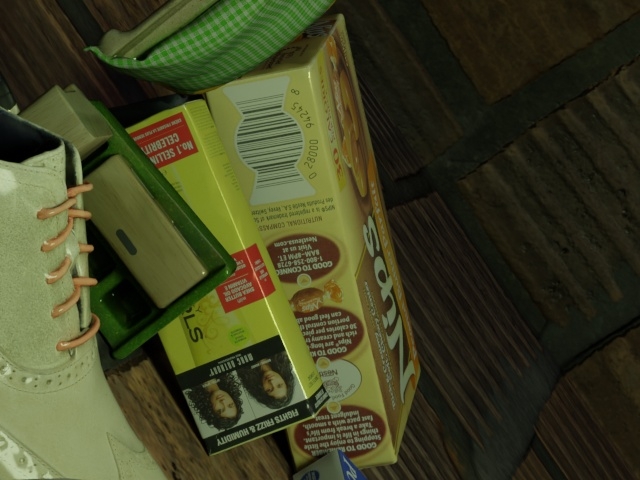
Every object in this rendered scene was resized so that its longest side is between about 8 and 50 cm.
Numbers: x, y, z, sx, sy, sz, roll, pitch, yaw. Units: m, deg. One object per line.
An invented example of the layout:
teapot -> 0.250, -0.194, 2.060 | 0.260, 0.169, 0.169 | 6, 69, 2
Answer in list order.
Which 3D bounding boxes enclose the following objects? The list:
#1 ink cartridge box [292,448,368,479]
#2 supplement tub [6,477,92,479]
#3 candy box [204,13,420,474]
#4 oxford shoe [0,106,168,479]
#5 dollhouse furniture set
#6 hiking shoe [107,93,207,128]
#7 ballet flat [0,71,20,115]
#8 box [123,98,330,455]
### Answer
ink cartridge box -> 0.036, 0.251, 1.359 | 0.097, 0.046, 0.207 | 50, 13, -30
supplement tub -> -0.075, 0.246, 0.492 | 0.241, 0.241, 0.331 | 49, 14, -27
candy box -> 0.000, 0.000, 1.473 | 0.183, 0.087, 0.316 | -64, 143, -69
oxford shoe -> -0.163, 0.029, 0.944 | 0.397, 0.146, 0.140 | 53, 12, -13
dollhouse furniture set -> -0.070, -0.064, 1.175 | 0.151, 0.301, 0.197 | 53, 10, 0
hiking shoe -> -0.101, -0.032, 1.509 | 0.304, 0.113, 0.132 | 11, 70, -74
ballet flat -> -0.262, -0.125, 1.246 | 0.173, 0.057, 0.049 | 48, 55, -28
box -> -0.078, 0.025, 1.317 | 0.058, 0.087, 0.232 | -33, 102, -77
